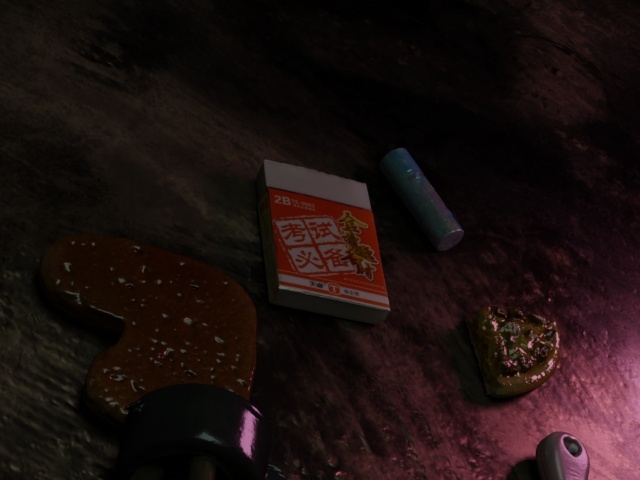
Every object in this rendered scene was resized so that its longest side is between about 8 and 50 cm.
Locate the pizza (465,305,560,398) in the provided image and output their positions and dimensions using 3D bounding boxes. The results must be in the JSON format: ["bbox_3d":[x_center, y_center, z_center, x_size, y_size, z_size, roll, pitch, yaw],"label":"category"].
[{"bbox_3d":[0.250,0.138,1.984,0.134,0.046,0.175,35,40,4],"label":"pizza"}]

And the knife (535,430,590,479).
[{"bbox_3d":[0.312,0.380,1.797,0.081,0.043,0.336,20,47,-28],"label":"knife"}]

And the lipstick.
[{"bbox_3d":[0.141,-0.058,2.113,0.048,0.048,0.158,-10,55,-38],"label":"lipstick"}]

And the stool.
[{"bbox_3d":[-0.112,0.248,1.558,0.228,0.153,0.139,21,41,-13],"label":"stool"}]

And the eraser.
[{"bbox_3d":[0.000,0.000,1.972,0.157,0.038,0.230,12,44,-22],"label":"eraser"}]

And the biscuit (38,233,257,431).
[{"bbox_3d":[-0.201,0.117,1.718,0.262,0.052,0.277,13,44,-14],"label":"biscuit"}]
